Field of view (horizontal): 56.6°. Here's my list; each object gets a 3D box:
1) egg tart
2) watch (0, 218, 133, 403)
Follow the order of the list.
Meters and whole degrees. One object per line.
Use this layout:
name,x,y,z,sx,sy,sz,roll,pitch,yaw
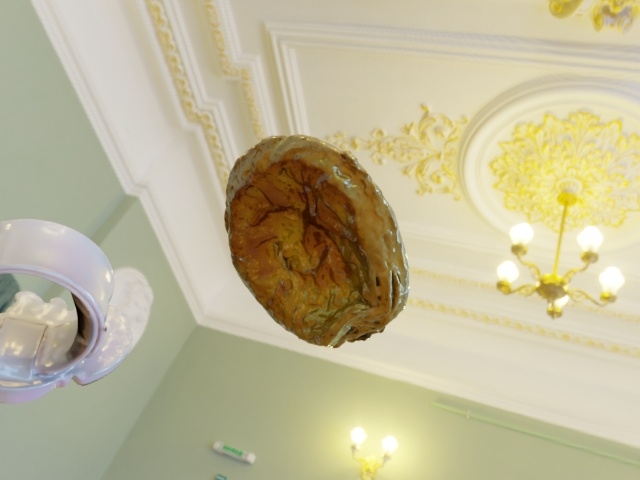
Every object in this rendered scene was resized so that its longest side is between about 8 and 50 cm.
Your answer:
egg tart,0.000,0.000,0.623,0.240,0.105,0.241,19,-58,33
watch,-0.376,0.085,0.825,0.243,0.196,0.232,10,-59,-20
